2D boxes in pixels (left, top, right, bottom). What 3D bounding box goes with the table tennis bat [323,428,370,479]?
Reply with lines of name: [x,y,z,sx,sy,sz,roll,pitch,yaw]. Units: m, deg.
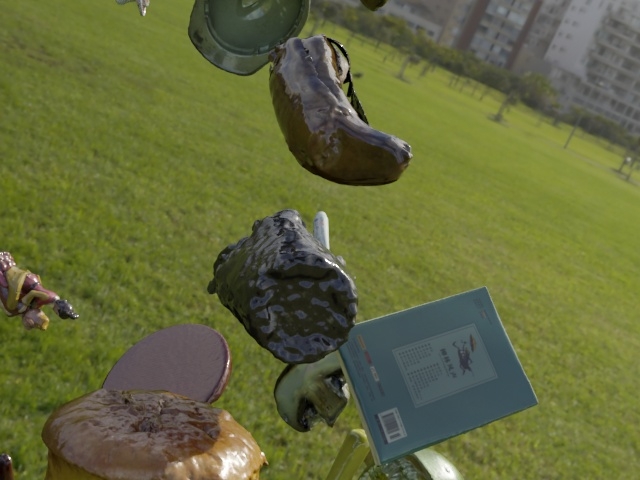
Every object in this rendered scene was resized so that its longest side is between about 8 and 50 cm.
table tennis bat: [0.001,0.550,1.543,0.224,0.369,0.054,25,-8,45]

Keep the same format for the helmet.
helmet: [-0.133,-0.464,1.477,0.204,0.257,0.137,35,29,-23]

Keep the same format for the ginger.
ginger: [0.005,-0.162,0.921,0.133,0.107,0.309,21,32,-26]

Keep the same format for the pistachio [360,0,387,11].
pistachio: [0.104,-0.430,1.208,0.089,0.049,0.173,43,-18,10]

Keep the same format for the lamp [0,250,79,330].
lamp: [-0.666,0.131,1.727,0.253,0.118,0.118,38,18,8]

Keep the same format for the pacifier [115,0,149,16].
pacifier: [-0.452,-0.577,1.825,0.078,0.081,0.099,-6,-13,-7]

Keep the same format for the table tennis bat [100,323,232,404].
table tennis bat: [-0.294,0.293,1.415,0.268,0.051,0.415,-17,32,5]

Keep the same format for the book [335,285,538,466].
book: [0.224,0.249,1.469,0.379,0.031,0.264,-12,72,-26]

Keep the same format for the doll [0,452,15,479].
doll: [-0.651,0.458,1.308,0.318,0.209,0.340,57,-6,11]

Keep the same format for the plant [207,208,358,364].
plant: [-0.053,0.073,1.201,0.188,0.199,0.276,43,0,-23]

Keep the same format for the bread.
bread: [-0.239,0.314,1.064,0.312,0.172,0.312,15,5,-1]

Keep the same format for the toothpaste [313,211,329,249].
toothpaste: [0.000,0.000,1.566,0.033,0.052,0.218,34,24,-17]

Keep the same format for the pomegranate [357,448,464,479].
pomegranate: [0.180,0.541,1.633,0.260,0.260,0.341,13,39,-35]

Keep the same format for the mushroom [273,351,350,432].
mushroom: [0.002,0.355,1.991,0.189,0.267,0.164,30,14,4]
